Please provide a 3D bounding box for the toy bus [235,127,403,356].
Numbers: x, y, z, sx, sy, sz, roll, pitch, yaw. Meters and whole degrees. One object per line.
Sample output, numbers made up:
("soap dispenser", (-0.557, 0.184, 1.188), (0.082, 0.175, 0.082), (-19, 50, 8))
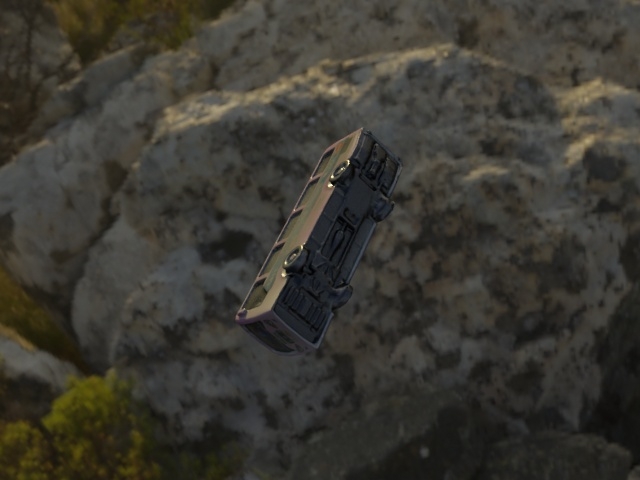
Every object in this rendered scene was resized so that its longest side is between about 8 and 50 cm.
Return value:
("toy bus", (0.000, 0.000, 0.616), (0.052, 0.037, 0.131), (-22, 34, 50))
